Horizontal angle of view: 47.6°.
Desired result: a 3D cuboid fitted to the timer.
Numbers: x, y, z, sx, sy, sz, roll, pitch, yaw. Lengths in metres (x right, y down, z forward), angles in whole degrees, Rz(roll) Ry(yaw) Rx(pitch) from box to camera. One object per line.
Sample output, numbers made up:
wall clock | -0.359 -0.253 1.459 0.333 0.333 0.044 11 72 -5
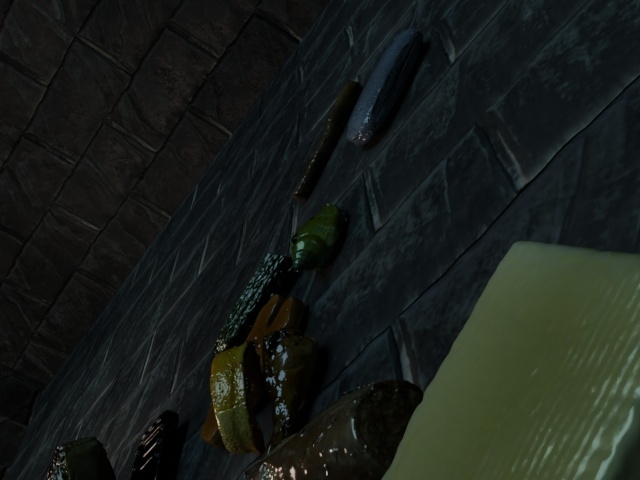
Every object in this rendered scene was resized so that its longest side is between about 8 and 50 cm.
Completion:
timer | -0.337 0.453 1.482 0.144 0.055 0.187 -49 25 32

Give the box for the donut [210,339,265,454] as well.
donut | -0.127 0.238 1.117 0.146 0.078 0.181 79 -175 -51

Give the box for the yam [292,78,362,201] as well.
yam | 0.015 -0.238 1.697 0.045 0.045 0.326 107 -172 -72

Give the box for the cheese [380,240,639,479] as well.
cheese | 0.185 0.144 0.560 0.265 0.124 0.242 -59 23 -6

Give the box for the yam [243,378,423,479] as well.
yam | 0.025 0.243 0.789 0.238 0.128 0.129 -41 24 41

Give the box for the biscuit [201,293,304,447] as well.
biscuit | -0.121 0.232 1.303 0.295 0.044 0.186 -60 16 -10

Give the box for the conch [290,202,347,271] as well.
conch | -0.004 -0.001 1.342 0.095 0.079 0.200 -9 40 42

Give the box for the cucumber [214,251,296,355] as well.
cucumber | -0.128 0.129 1.444 0.265 0.077 0.077 -59 19 4

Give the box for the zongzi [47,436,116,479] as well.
zongzi | -0.424 0.539 1.340 0.300 0.145 0.273 -159 65 -63

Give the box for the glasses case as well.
glasses case | 0.131 -0.319 1.499 0.282 0.067 0.109 -65 17 -16

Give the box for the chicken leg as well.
chicken leg | -0.052 0.235 1.081 0.107 0.087 0.251 95 179 -48
